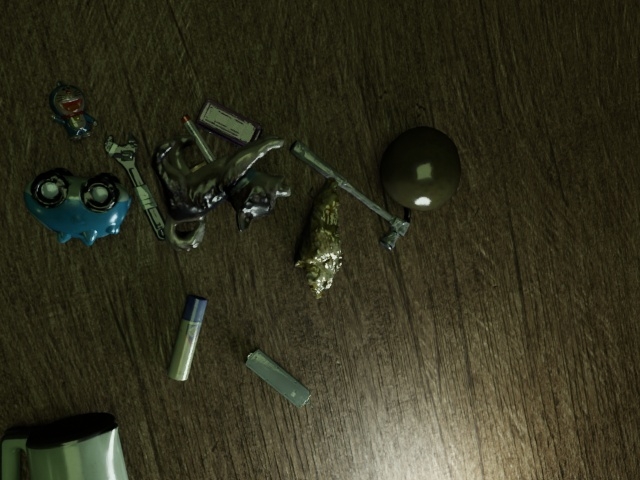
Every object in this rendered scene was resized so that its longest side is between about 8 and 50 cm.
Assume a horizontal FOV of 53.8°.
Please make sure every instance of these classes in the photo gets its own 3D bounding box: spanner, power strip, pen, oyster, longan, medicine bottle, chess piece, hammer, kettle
[{"bbox_3d":[-0.483,-0.145,1.711,0.087,0.024,0.316,-28,100,-15],"label":"spanner"},{"bbox_3d":[-0.117,0.407,1.840,0.252,0.027,0.060,42,83,-13],"label":"power strip"},{"bbox_3d":[-0.317,-0.248,1.741,0.026,0.026,0.218,-33,102,-9],"label":"pen"},{"bbox_3d":[-0.005,-0.002,1.780,0.110,0.166,0.341,6,115,-23],"label":"oyster"},{"bbox_3d":[0.292,-0.206,1.794,0.248,0.248,0.248,-1,95,-13],"label":"longan"},{"bbox_3d":[-0.370,0.269,1.752,0.059,0.059,0.231,14,92,-14],"label":"medicine bottle"},{"bbox_3d":[-0.318,-0.152,1.732,0.066,0.066,0.122,-28,106,-10],"label":"chess piece"},{"bbox_3d":[0.084,-0.144,1.837,0.427,0.044,0.152,34,86,-13],"label":"hammer"},{"bbox_3d":[-0.667,0.665,1.648,0.361,0.250,0.377,-7,94,16],"label":"kettle"}]

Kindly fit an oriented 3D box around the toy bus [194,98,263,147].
[{"bbox_3d":[-0.246,-0.311,1.714,0.178,0.098,0.087,25,88,-15],"label":"toy bus"}]

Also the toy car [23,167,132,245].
[{"bbox_3d":[-0.615,-0.083,1.601,0.255,0.188,0.190,6,99,-16],"label":"toy car"}]

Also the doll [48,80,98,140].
[{"bbox_3d":[-0.644,-0.336,1.626,0.114,0.085,0.152,-26,111,-34],"label":"doll"}]

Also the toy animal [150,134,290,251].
[{"bbox_3d":[-0.249,-0.120,1.631,0.344,0.194,0.303,-1,106,-8],"label":"toy animal"}]
